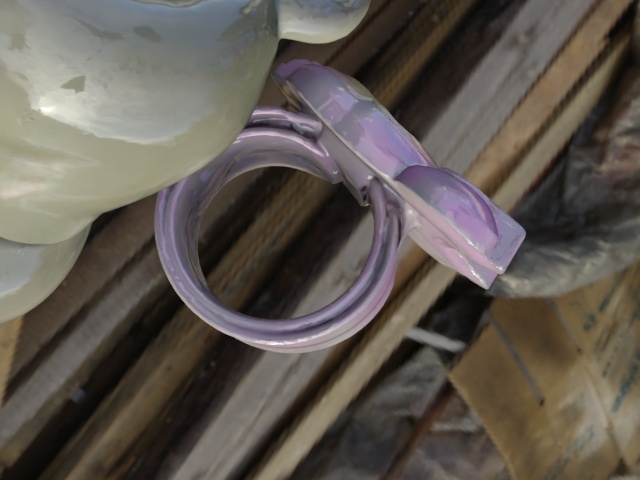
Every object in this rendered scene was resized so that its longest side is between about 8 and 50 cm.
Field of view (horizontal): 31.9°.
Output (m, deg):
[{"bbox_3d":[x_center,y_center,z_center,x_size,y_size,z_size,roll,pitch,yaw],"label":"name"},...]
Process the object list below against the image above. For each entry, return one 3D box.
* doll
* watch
[{"bbox_3d":[-0.172,-0.086,0.631,0.370,0.215,0.226,-31,141,29],"label":"doll"},{"bbox_3d":[0.000,0.000,0.901,0.217,0.248,0.211,-45,171,-3],"label":"watch"}]
